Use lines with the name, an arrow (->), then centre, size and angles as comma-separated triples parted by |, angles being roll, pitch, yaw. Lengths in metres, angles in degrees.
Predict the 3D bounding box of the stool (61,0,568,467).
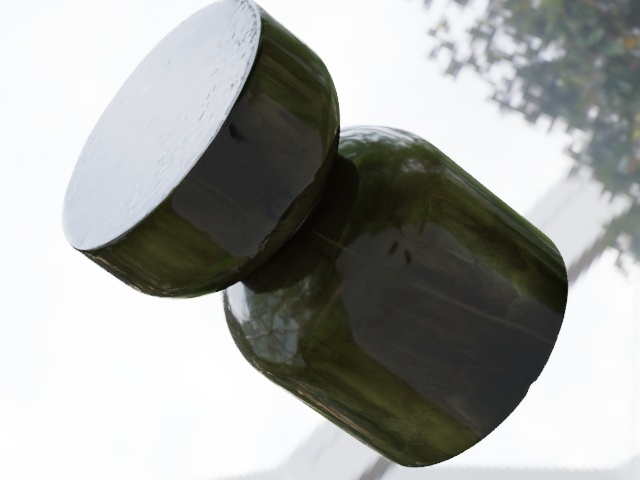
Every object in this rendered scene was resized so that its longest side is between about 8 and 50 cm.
stool -> 0.000, 0.000, 1.046 | 0.264, 0.179, 0.179 | 37, -97, -27
